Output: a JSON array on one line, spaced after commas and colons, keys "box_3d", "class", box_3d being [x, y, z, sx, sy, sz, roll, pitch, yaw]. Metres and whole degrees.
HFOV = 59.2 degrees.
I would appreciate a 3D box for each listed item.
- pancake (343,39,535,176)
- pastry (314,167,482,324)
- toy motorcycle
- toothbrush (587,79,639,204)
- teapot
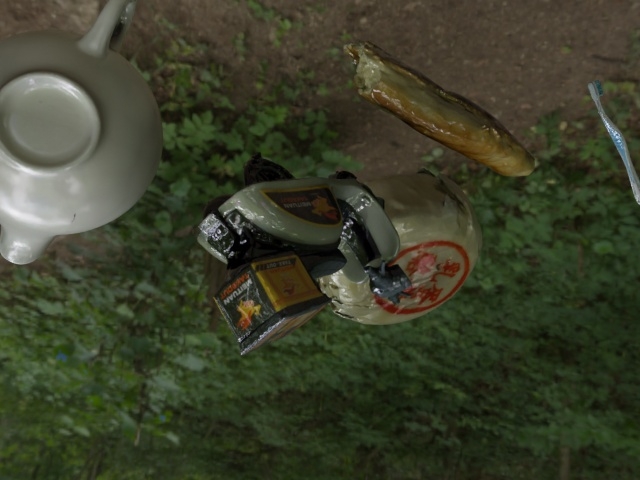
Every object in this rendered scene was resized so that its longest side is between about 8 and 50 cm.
[{"box_3d": [0.111, -0.161, 0.654, 0.266, 0.057, 0.244, 17, -160, -45], "class": "pancake"}, {"box_3d": [0.115, 0.018, 0.847, 0.264, 0.265, 0.133, 6, -139, -23], "class": "pastry"}, {"box_3d": [0.000, 0.000, 0.526, 0.091, 0.157, 0.263, -41, 162, 33], "class": "toy motorcycle"}, {"box_3d": [0.351, -0.113, 0.665, 0.017, 0.162, 0.014, -25, -176, -18], "class": "toothbrush"}, {"box_3d": [-0.185, -0.087, 0.409, 0.145, 0.226, 0.092, 27, 173, -17], "class": "teapot"}]
